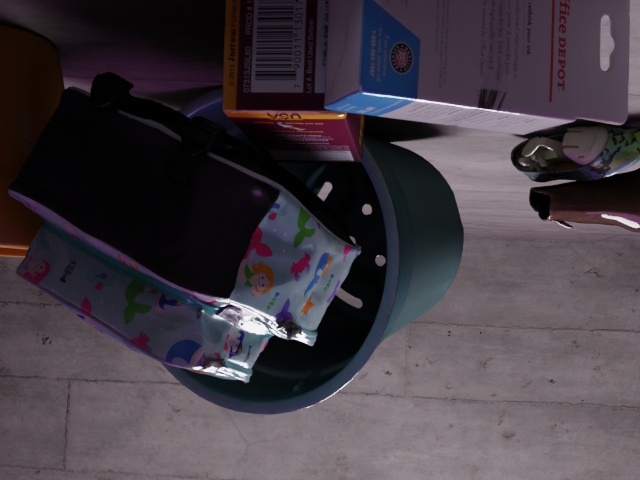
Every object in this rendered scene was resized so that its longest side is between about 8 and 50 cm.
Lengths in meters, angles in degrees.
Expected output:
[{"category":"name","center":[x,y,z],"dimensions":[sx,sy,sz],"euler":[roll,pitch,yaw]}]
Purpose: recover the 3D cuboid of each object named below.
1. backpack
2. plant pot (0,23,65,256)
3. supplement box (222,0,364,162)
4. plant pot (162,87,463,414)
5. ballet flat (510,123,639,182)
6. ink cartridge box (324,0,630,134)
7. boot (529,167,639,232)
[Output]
[{"category":"backpack","center":[-0.095,0.004,0.681],"dimensions":[0.225,0.191,0.253],"euler":[25,-177,26]},{"category":"plant pot","center":[-0.302,-0.084,0.738],"dimensions":[0.205,0.187,0.205],"euler":[3,175,0]},{"category":"supplement box","center":[-0.011,-0.122,0.612],"dimensions":[0.081,0.104,0.188],"euler":[2,176,6]},{"category":"plant pot","center":[0.000,0.000,1.005],"dimensions":[0.341,0.341,0.334],"euler":[1,-176,28]},{"category":"ballet flat","center":[0.294,-0.104,0.988],"dimensions":[0.070,0.070,0.188],"euler":[5,172,-27]},{"category":"ink cartridge box","center":[0.097,-0.124,0.513],"dimensions":[0.180,0.104,0.060],"euler":[5,175,-20]},{"category":"boot","center":[0.370,-0.066,1.060],"dimensions":[0.207,0.090,0.248],"euler":[2,-168,6]}]
